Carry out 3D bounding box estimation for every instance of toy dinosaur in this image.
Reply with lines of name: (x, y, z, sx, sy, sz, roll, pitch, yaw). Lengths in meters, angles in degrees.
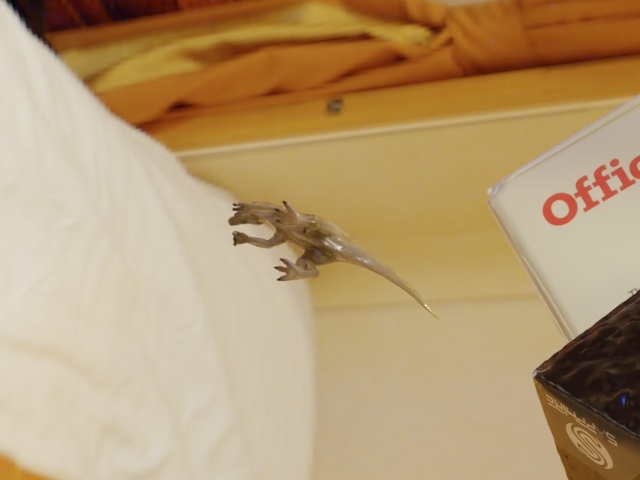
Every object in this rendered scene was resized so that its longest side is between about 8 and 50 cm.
toy dinosaur: (0.000, 0.000, 1.031, 0.092, 0.183, 0.053, -5, 116, -58)

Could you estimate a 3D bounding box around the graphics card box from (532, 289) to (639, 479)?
graphics card box: (0.235, 0.208, 0.607, 0.094, 0.233, 0.371, -35, 122, -16)

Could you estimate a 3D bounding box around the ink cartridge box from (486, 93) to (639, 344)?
ink cartridge box: (0.256, 0.044, 0.839, 0.289, 0.211, 0.121, 60, 6, 4)
